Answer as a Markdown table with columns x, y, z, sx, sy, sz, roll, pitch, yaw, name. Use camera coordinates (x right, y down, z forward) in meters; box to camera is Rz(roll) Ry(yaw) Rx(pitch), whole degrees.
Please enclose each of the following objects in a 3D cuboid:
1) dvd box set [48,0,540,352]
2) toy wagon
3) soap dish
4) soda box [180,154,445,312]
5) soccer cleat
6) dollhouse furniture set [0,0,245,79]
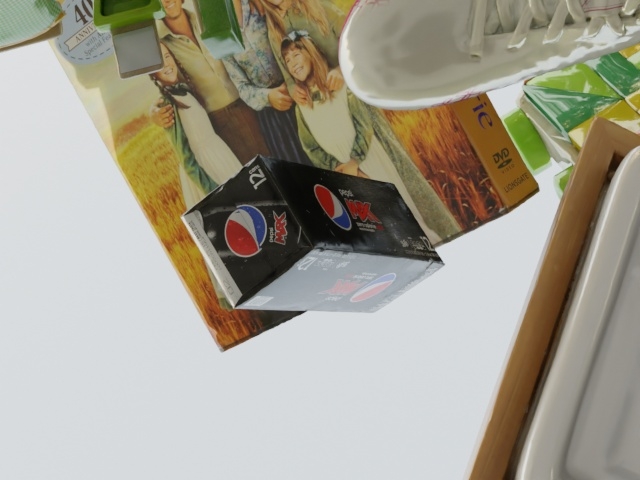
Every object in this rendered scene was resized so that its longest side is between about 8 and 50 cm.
| x | y | z | sx | sy | sz | roll | pitch | yaw | name |
| --- | --- | --- | --- | --- | --- | --- | --- | --- | --- |
| -0.060 | -0.154 | 1.280 | 0.308 | 0.062 | 0.420 | -27 | -87 | 35 | dvd box set |
| 0.288 | -0.104 | 1.234 | 0.267 | 0.344 | 0.068 | -32 | -61 | 1 | toy wagon |
| 0.220 | 0.100 | 0.870 | 0.291 | 0.118 | 0.229 | 26 | -110 | -12 | soap dish |
| 0.000 | 0.000 | 0.868 | 0.053 | 0.169 | 0.060 | -37 | -108 | 19 | soda box |
| 0.172 | -0.173 | 1.094 | 0.331 | 0.143 | 0.116 | -25 | -64 | -10 | soccer cleat |
| -0.117 | -0.103 | 0.816 | 0.152 | 0.076 | 0.058 | -14 | -102 | 4 | dollhouse furniture set |
